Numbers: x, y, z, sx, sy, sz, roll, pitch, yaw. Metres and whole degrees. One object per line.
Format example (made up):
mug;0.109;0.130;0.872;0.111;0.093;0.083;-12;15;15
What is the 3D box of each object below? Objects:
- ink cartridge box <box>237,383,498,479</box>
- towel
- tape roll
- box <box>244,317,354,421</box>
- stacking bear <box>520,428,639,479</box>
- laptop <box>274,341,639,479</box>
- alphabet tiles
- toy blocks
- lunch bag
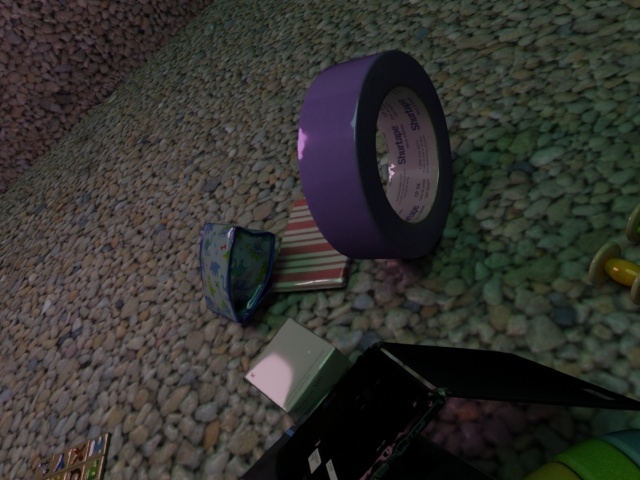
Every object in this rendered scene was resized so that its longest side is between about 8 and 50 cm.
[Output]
ink cartridge box;0.078;0.276;0.537;0.165;0.065;0.332;-39;37;-29
towel;0.000;0.000;0.917;0.144;0.029;0.197;-7;52;33
tape roll;0.086;-0.111;0.757;0.090;0.275;0.275;-3;51;36
box;-0.021;0.176;0.717;0.102;0.087;0.101;23;69;47
stacking bear;0.194;0.225;0.395;0.288;0.164;0.175;-18;-3;-2
laptop;0.095;0.179;0.501;0.264;0.136;0.234;-48;3;-6
alphabet tiles;-0.436;0.429;0.862;0.237;0.009;0.198;-25;42;15
toy blocks;0.382;0.027;0.574;0.123;0.054;0.148;-46;40;-7
lunch bag;-0.142;0.052;0.906;0.128;0.096;0.151;6;86;58
